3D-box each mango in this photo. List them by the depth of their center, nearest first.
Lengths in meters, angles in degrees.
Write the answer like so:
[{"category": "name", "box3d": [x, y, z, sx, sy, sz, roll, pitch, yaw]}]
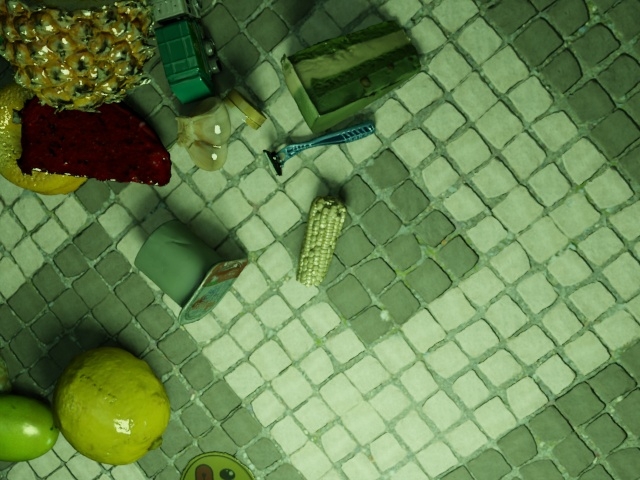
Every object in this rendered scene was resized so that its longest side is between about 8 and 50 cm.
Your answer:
[{"category": "mango", "box3d": [-0.795, 0.463, 1.932, 0.293, 0.143, 0.175, 4, 113, -14]}]

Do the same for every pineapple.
[{"category": "pineapple", "box3d": [-0.504, -0.438, 1.629, 0.353, 0.352, 0.300, 19, 140, 10]}]

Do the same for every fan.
[{"category": "fan", "box3d": [-0.289, 0.630, 1.937, 0.335, 0.011, 0.229, 0, 97, 11]}]

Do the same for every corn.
[{"category": "corn", "box3d": [0.000, 0.000, 1.761, 0.087, 0.087, 0.210, 18, 107, 10]}]

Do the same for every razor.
[{"category": "razor", "box3d": [0.001, -0.218, 1.750, 0.253, 0.042, 0.082, -17, 135, 14]}]

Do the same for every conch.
[{"category": "conch", "box3d": [-0.841, 0.336, 1.983, 0.116, 0.106, 0.172, -44, 65, 39]}]

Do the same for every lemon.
[{"category": "lemon", "box3d": [-0.491, 0.385, 1.832, 0.261, 0.260, 0.284, -35, 95, 15]}]

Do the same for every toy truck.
[{"category": "toy truck", "box3d": [-0.305, -0.438, 1.754, 0.114, 0.124, 0.253, -13, 95, 12]}]

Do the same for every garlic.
[{"category": "garlic", "box3d": [-0.253, -0.240, 1.773, 0.124, 0.099, 0.174, 25, 129, 31]}]

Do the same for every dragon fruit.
[{"category": "dragon fruit", "box3d": [-0.515, -0.228, 1.761, 0.100, 0.344, 0.282, -40, 53, 49]}]

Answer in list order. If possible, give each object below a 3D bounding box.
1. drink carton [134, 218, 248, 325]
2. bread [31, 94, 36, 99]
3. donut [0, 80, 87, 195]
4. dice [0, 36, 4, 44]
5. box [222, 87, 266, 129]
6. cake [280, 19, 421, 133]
[{"category": "drink carton", "box3d": [-0.311, 0.065, 1.787, 0.190, 0.185, 0.191, 38, 105, 9]}, {"category": "bread", "box3d": [-0.636, -0.292, 1.771, 0.043, 0.062, 0.108, 16, 98, 3]}, {"category": "donut", "box3d": [-0.676, -0.251, 1.867, 0.303, 0.110, 0.302, 1, 97, 12]}, {"category": "dice", "box3d": [-0.790, -0.605, 1.754, 0.300, 0.297, 0.287, -33, 87, 15]}, {"category": "box", "box3d": [-0.168, -0.293, 1.746, 0.105, 0.105, 0.037, 43, 98, 5]}, {"category": "cake", "box3d": [0.058, -0.355, 1.708, 0.284, 0.172, 0.158, -26, 86, -19]}]
